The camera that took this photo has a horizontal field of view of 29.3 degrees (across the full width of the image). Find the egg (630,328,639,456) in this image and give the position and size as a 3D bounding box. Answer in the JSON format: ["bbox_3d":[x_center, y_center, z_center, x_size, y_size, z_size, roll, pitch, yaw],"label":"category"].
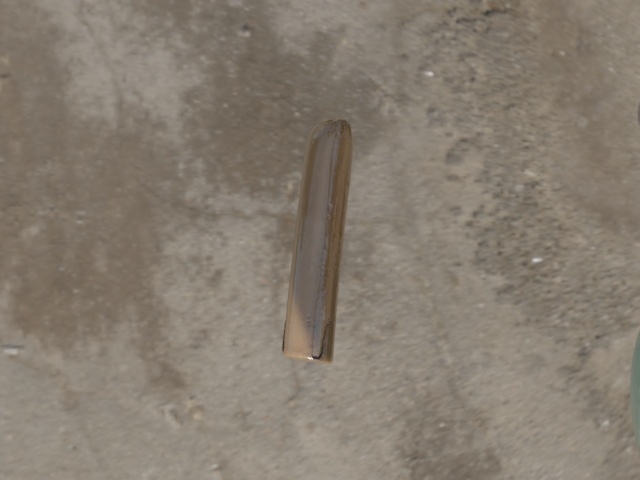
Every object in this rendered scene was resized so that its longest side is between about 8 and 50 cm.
[{"bbox_3d":[0.357,0.140,0.712,0.389,0.276,0.276,33,106,-6],"label":"egg"}]

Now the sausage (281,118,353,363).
[{"bbox_3d":[0.000,0.000,0.581,0.026,0.026,0.116,5,86,25],"label":"sausage"}]

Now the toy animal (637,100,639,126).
[{"bbox_3d":[0.202,-0.016,0.394,0.212,0.124,0.124,-170,82,-69],"label":"toy animal"}]
